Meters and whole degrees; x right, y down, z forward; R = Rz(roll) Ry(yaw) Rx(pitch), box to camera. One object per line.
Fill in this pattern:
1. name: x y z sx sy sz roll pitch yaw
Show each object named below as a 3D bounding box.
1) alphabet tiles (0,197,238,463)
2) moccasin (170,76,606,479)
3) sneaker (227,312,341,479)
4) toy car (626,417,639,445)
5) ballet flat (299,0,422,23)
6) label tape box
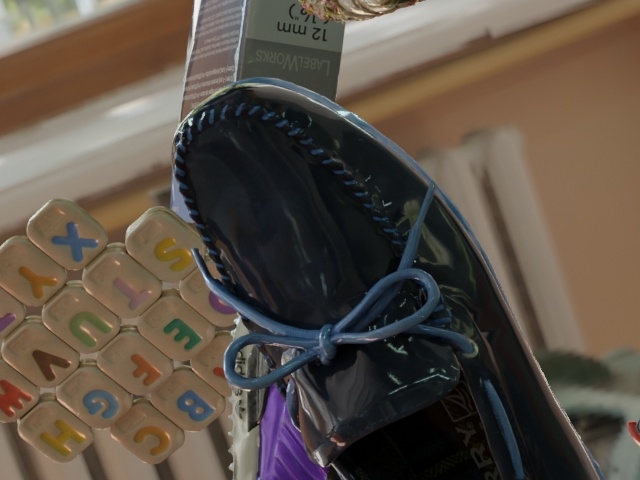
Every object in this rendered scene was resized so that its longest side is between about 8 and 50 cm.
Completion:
1. alphabet tiles: -0.202 0.094 1.799 0.284 0.278 0.021 -40 25 19
2. moccasin: 0.045 0.066 0.952 0.137 0.342 0.117 -38 6 29
3. sneaker: 0.016 0.175 1.318 0.146 0.293 0.102 -1 5 42
4. toy car: 0.443 0.208 1.956 0.239 0.053 0.225 1 -8 6
5. ballet flat: 0.079 -0.240 1.635 0.241 0.091 0.077 -19 29 23
6. label tape box: -0.062 -0.184 1.940 0.115 0.348 0.249 6 0 -17
